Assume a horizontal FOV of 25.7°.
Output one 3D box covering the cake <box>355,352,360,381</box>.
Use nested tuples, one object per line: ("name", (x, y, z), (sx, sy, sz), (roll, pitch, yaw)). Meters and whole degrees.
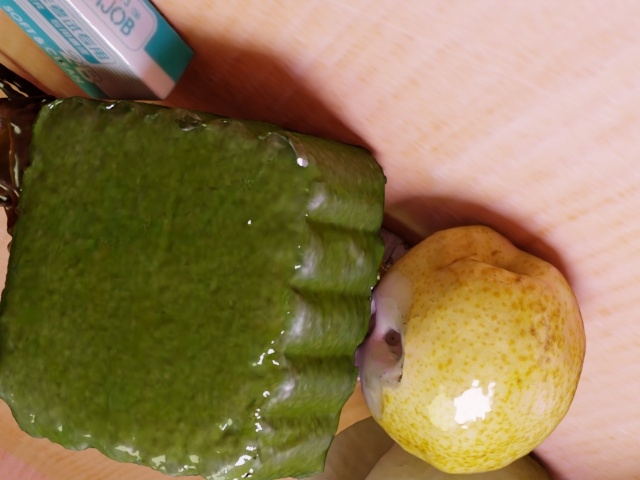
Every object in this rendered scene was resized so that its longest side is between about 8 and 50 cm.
("cake", (0.024, 0.094, 1.158), (0.295, 0.112, 0.116), (11, 174, -11))

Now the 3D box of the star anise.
("star anise", (-0.213, -0.036, 1.188), (0.190, 0.126, 0.220), (50, 153, 47))

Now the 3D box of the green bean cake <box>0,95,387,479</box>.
("green bean cake", (-0.094, 0.033, 1.003), (0.247, 0.249, 0.156), (11, -178, 26))

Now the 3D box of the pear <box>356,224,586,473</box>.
("pear", (0.107, 0.075, 1.007), (0.178, 0.178, 0.178), (26, 158, 12))

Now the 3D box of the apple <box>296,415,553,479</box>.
("apple", (0.100, 0.302, 1.372), (0.292, 0.254, 0.292), (27, 161, 10))

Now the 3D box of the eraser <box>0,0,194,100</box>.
("eraser", (-0.190, -0.184, 0.967), (0.095, 0.052, 0.225), (8, 149, 47))

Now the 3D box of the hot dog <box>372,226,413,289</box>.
("hot dog", (0.000, 0.000, 1.118), (0.192, 0.053, 0.099), (30, 163, 1))
